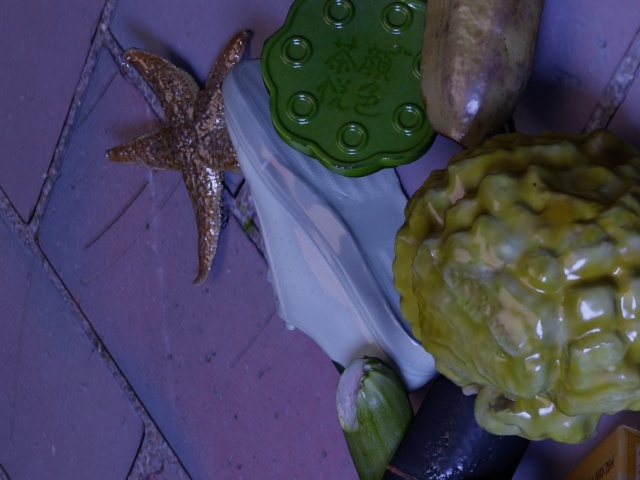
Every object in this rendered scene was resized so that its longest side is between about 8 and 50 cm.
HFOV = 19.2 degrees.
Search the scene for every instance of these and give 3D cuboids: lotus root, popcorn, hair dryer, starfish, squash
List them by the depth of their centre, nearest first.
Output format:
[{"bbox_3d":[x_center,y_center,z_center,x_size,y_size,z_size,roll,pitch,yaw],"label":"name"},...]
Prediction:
[{"bbox_3d":[0.182,0.036,1.513,0.270,0.224,0.257,-29,79,56],"label":"popcorn"},{"bbox_3d":[0.158,0.226,1.566,0.189,0.107,0.352,-63,22,-4],"label":"hair dryer"},{"bbox_3d":[0.140,-0.202,1.602,0.110,0.097,0.258,11,94,61],"label":"lotus root"},{"bbox_3d":[0.041,-0.130,1.732,0.186,0.186,0.186,14,108,50],"label":"lotus root"},{"bbox_3d":[0.059,0.187,1.751,0.069,0.069,0.239,46,162,37],"label":"squash"},{"bbox_3d":[-0.147,-0.103,2.048,0.231,0.048,0.295,23,117,36],"label":"starfish"}]

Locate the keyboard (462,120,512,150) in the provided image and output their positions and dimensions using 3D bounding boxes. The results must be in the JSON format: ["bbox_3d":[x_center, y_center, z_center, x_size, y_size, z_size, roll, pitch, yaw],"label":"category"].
[{"bbox_3d":[0.147,-0.102,1.699,0.067,0.011,0.202,-20,81,50],"label":"keyboard"}]

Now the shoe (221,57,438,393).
[{"bbox_3d":[0.000,0.000,1.815,0.363,0.132,0.160,57,136,18],"label":"shoe"}]

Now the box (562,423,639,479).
[{"bbox_3d":[0.221,0.307,1.515,0.274,0.076,0.174,-79,17,-45],"label":"box"}]
